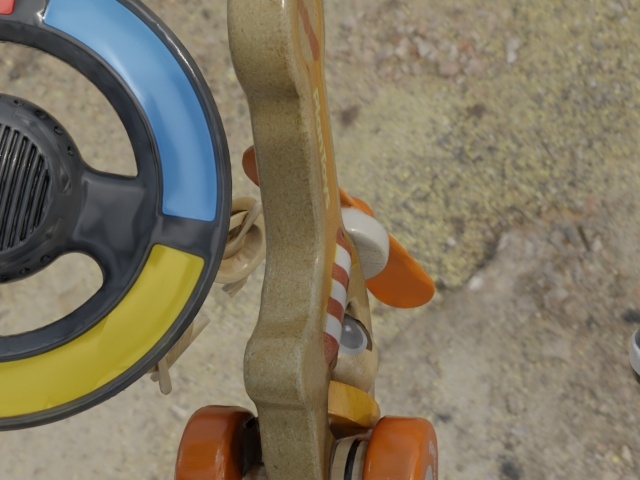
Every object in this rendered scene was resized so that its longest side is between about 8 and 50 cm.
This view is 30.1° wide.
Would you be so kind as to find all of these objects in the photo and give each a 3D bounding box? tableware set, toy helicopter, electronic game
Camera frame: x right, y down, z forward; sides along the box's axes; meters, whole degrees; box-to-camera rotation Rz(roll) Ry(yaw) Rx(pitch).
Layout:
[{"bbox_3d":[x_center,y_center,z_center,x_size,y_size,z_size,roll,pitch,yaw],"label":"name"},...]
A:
[{"bbox_3d":[-0.109,0.046,1.060,0.194,0.128,0.039,-49,53,-5],"label":"tableware set"},{"bbox_3d":[0.000,0.000,0.696,0.140,0.355,0.235,1,28,15],"label":"toy helicopter"},{"bbox_3d":[-0.156,-0.024,0.560,0.229,0.229,0.048,-54,5,-3],"label":"electronic game"}]

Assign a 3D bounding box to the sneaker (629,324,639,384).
[{"bbox_3d":[0.324,0.023,0.698,0.295,0.178,0.124,3,26,30],"label":"sneaker"}]
